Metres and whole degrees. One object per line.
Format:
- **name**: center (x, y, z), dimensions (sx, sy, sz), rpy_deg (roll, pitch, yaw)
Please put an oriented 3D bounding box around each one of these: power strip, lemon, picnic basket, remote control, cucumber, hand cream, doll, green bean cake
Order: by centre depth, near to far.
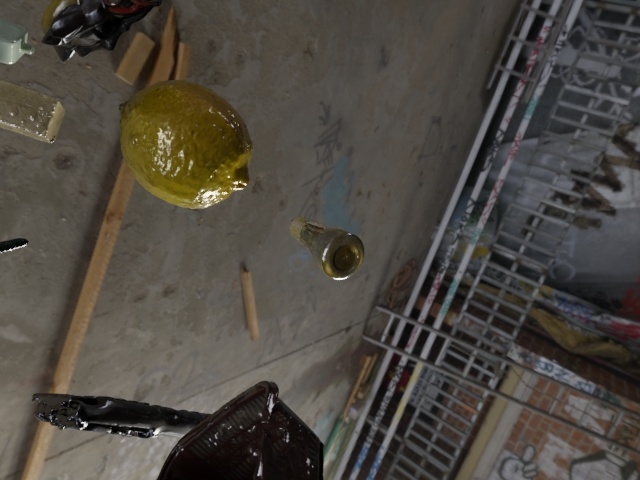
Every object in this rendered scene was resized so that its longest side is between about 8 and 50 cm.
- **doll**: center (-0.279, -0.312, 0.625), dimensions (0.127, 0.248, 0.088), rpy_deg (-12, 88, -59)
- **picnic basket**: center (-0.119, 0.347, 0.650), dimensions (0.297, 0.129, 0.223), rpy_deg (-40, -156, 27)
- **lemon**: center (-0.215, -0.153, 0.762), dimensions (0.192, 0.231, 0.192), rpy_deg (-56, -171, 14)
- **hand cream**: center (0.000, 0.000, 0.873), dimensions (0.083, 0.203, 0.084), rpy_deg (-9, 111, -23)
- **remote control**: center (-0.338, 0.346, 0.908), dimensions (0.399, 0.144, 0.062), rpy_deg (41, 49, -52)
- **power strip**: center (-0.783, -0.455, 0.941), dimensions (0.062, 0.385, 0.091), rpy_deg (-57, -155, 36)
- **green bean cake**: center (-0.754, -0.327, 1.187), dimensions (0.085, 0.179, 0.109), rpy_deg (167, -59, -77)
- **cucumber**: center (-0.857, 0.018, 1.268), dimensions (0.133, 0.032, 0.032), rpy_deg (-23, 133, -44)
